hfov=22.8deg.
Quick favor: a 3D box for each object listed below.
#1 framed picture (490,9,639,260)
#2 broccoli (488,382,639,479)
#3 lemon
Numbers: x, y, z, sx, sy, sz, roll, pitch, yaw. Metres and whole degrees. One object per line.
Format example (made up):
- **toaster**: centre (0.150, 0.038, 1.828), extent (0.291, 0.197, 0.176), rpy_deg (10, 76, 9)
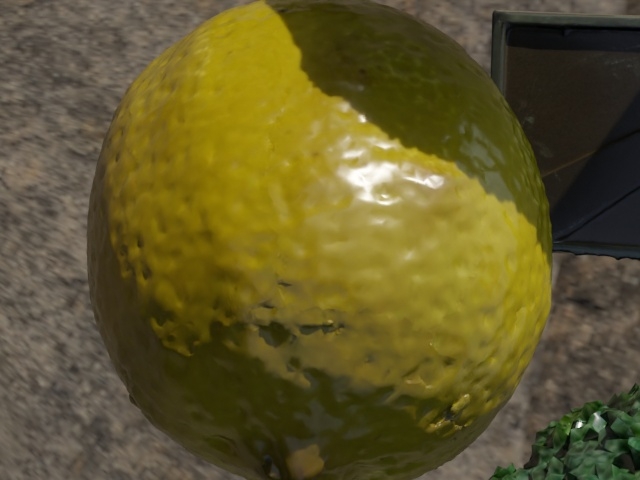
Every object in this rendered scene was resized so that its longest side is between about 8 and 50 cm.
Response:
- **framed picture**: centre (0.287, -0.087, 1.354), extent (0.289, 0.016, 0.213), rpy_deg (3, 101, 13)
- **broccoli**: centre (0.084, 0.169, 0.301), extent (0.270, 0.270, 0.270), rpy_deg (31, 84, -29)
- **lemon**: centre (0.000, 0.001, 1.050), extent (0.336, 0.336, 0.336), rpy_deg (-5, 100, -26)
